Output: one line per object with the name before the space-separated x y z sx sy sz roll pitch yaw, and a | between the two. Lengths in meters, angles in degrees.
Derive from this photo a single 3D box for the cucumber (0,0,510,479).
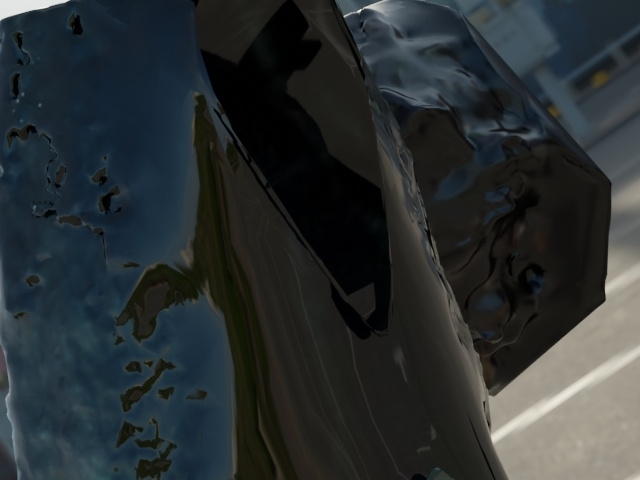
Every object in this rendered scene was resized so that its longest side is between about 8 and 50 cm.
cucumber | -0.004 0.036 0.361 0.115 0.193 0.086 -16 2 -35

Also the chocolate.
chocolate | 0.000 0.000 0.849 0.206 0.224 0.177 -46 -12 31
